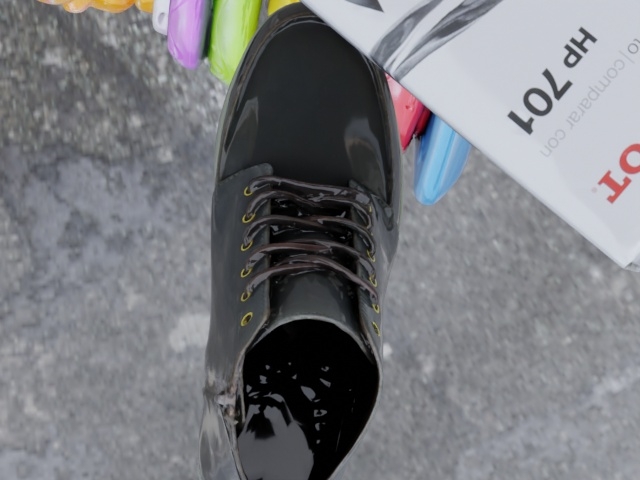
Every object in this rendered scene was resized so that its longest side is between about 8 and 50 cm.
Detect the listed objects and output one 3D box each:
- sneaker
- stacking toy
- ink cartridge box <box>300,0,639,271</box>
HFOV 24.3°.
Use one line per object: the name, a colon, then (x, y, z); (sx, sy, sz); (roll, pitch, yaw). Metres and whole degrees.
sneaker: (0.000, 0.000, 0.572); (0.083, 0.118, 0.222); (5, 77, -7)
stacking toy: (-0.041, -0.149, 0.913); (0.301, 0.175, 0.166); (11, 122, -2)
ink cartridge box: (0.080, -0.101, 0.508); (0.140, 0.190, 0.082); (-51, 164, 9)
